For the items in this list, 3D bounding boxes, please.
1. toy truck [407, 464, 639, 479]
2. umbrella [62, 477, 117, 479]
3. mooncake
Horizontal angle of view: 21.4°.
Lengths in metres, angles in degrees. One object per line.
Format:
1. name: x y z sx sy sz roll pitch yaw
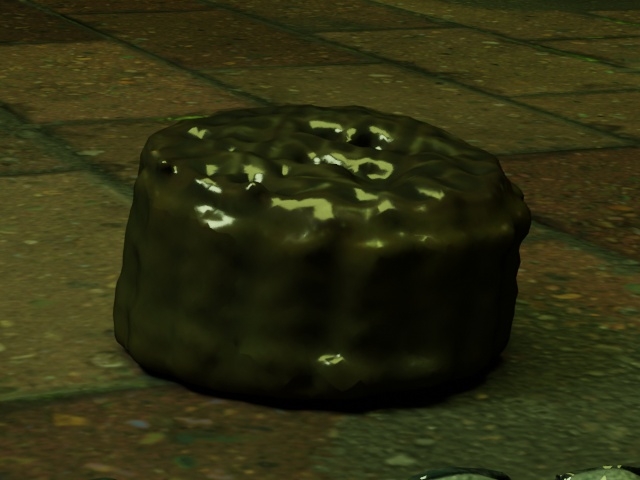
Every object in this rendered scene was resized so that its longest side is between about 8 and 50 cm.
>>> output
1. toy truck: 0.101 0.131 0.466 0.227 0.114 0.098 0 37 -5
2. umbrella: -0.102 0.126 0.503 0.349 0.094 0.143 -8 22 -38
3. mooncake: 0.000 0.000 0.933 0.228 0.124 0.228 3 15 -1
